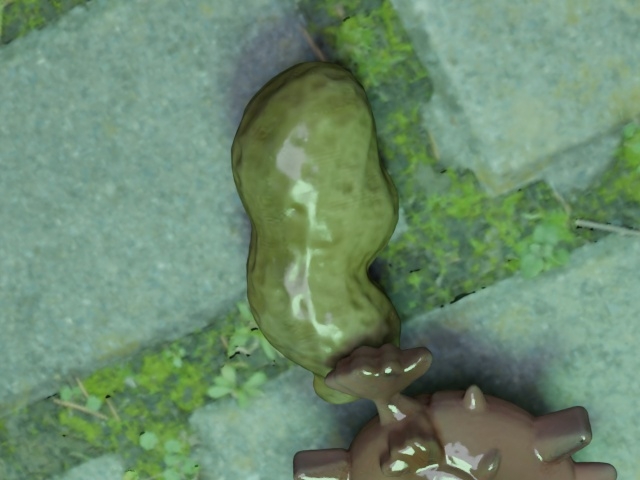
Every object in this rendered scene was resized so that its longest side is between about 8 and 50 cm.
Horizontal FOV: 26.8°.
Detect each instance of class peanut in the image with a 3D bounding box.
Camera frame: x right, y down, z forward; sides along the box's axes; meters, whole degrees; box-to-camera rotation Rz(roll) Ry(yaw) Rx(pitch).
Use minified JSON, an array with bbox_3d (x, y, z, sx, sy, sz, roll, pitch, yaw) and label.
[{"bbox_3d":[0.000,0.000,0.854,0.104,0.085,0.227,-7,108,-11],"label":"peanut"}]

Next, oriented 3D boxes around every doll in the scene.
[{"bbox_3d":[0.087,0.168,0.885,0.211,0.093,0.262,-20,120,11],"label":"doll"}]
